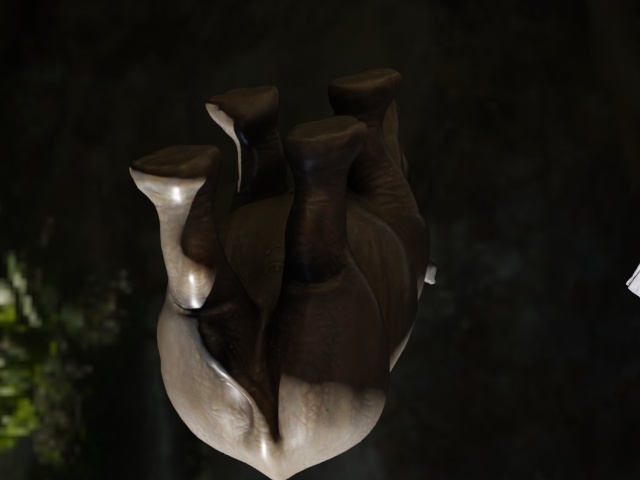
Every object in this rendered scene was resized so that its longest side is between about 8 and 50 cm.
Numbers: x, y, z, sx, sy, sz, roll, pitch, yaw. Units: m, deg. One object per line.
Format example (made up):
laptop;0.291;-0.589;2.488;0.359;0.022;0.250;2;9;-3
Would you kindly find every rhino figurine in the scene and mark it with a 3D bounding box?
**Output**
rhino figurine;0.000;0.000;0.609;0.073;0.106;0.243;-4;-167;12

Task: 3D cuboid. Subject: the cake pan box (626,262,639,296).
cake pan box;0.341;0.039;1.209;0.246;0.070;0.267;33;163;10
